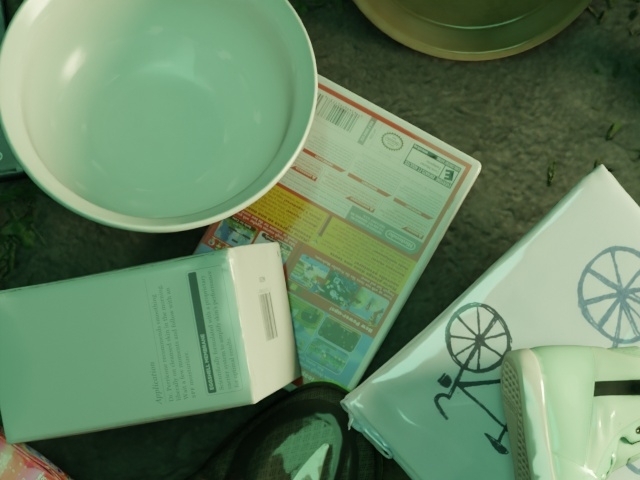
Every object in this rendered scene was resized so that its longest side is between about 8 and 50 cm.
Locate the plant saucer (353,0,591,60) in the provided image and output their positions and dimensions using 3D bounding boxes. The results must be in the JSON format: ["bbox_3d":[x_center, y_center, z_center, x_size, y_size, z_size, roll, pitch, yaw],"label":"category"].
[{"bbox_3d":[0.147,-0.307,1.639,0.277,0.041,0.278,1,117,2],"label":"plant saucer"}]

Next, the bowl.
[{"bbox_3d":[-0.156,-0.126,1.627,0.297,0.134,0.298,2,70,-6],"label":"bowl"}]

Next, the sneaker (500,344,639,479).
[{"bbox_3d":[0.250,0.216,1.511,0.151,0.094,0.256,-6,91,-12],"label":"sneaker"}]

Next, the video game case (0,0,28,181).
[{"bbox_3d":[-0.407,-0.181,1.721,0.196,0.026,0.274,-10,80,1],"label":"video game case"}]

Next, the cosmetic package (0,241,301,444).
[{"bbox_3d":[-0.153,0.088,1.533,0.224,0.224,0.138,-9,90,10],"label":"cosmetic package"}]

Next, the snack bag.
[{"bbox_3d":[0.240,0.158,1.576,0.342,0.037,0.323,-42,95,-7],"label":"snack bag"}]

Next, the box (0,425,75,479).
[{"bbox_3d":[-0.345,0.296,1.576,0.122,0.128,0.257,34,82,9],"label":"box"}]

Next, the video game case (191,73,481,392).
[{"bbox_3d":[0.000,0.000,1.664,0.204,0.025,0.285,29,82,8],"label":"video game case"}]

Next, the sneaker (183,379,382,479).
[{"bbox_3d":[-0.122,0.312,1.510,0.185,0.202,0.483,43,75,11],"label":"sneaker"}]
